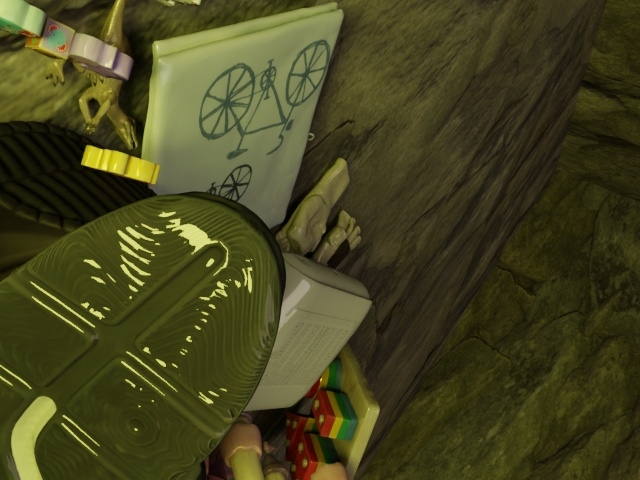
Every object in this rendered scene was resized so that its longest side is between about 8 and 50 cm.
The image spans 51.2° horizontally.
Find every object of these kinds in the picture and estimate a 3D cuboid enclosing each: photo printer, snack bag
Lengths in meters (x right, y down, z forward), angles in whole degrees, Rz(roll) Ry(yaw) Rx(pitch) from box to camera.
[{"bbox_3d":[-0.065,0.142,1.017,0.256,0.107,0.307,-53,155,6],"label":"photo printer"},{"bbox_3d":[-0.102,-0.099,0.795,0.323,0.037,0.342,-38,153,-48],"label":"snack bag"}]

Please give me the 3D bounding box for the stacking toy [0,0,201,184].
[{"bbox_3d":[-0.188,-0.143,0.468,0.221,0.052,0.167,15,90,-51],"label":"stacking toy"}]

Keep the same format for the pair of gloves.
[{"bbox_3d":[0.000,0.000,1.125,0.204,0.042,0.240,-50,153,-26],"label":"pair of gloves"}]

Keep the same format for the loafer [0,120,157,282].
[{"bbox_3d":[-0.260,0.006,0.486,0.130,0.134,0.366,-50,170,26],"label":"loafer"}]

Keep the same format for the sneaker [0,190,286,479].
[{"bbox_3d":[-0.166,0.098,0.551,0.447,0.169,0.257,-47,-175,26],"label":"sneaker"}]

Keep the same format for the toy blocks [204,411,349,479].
[{"bbox_3d":[-0.148,0.416,1.098,0.309,0.260,0.288,-42,130,12],"label":"toy blocks"}]

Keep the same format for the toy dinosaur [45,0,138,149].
[{"bbox_3d":[-0.185,-0.156,0.576,0.092,0.053,0.183,-59,168,-53],"label":"toy dinosaur"}]

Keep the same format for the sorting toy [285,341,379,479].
[{"bbox_3d":[0.001,0.359,1.319,0.255,0.089,0.257,-120,-135,-66],"label":"sorting toy"}]

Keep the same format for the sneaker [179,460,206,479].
[{"bbox_3d":[-0.173,0.299,0.708,0.283,0.124,0.107,-40,-174,42],"label":"sneaker"}]
